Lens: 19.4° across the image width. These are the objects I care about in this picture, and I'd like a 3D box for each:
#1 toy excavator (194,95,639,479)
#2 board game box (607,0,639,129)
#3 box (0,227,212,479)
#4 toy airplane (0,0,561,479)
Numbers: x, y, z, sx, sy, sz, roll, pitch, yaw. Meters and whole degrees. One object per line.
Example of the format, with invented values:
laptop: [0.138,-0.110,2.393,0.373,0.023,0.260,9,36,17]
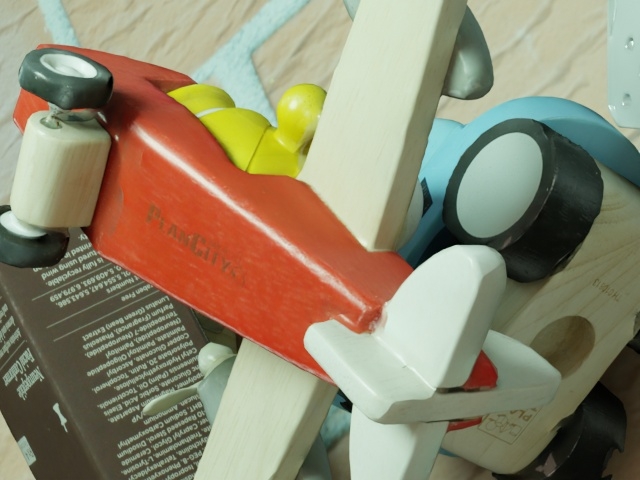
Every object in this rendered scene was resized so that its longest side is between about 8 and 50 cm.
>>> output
toy excavator: [0.053,0.035,1.507,0.433,0.222,0.445,-53,36,13]
board game box: [0.321,-0.258,1.217,0.390,0.050,0.390,14,106,62]
box: [-0.155,0.155,1.509,0.381,0.143,0.191,60,154,6]
toy airplane: [0.000,0.000,1.219,0.386,0.272,0.384,-20,91,35]
